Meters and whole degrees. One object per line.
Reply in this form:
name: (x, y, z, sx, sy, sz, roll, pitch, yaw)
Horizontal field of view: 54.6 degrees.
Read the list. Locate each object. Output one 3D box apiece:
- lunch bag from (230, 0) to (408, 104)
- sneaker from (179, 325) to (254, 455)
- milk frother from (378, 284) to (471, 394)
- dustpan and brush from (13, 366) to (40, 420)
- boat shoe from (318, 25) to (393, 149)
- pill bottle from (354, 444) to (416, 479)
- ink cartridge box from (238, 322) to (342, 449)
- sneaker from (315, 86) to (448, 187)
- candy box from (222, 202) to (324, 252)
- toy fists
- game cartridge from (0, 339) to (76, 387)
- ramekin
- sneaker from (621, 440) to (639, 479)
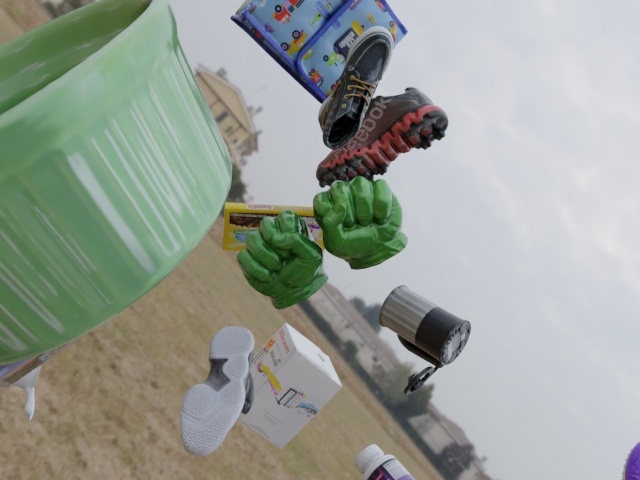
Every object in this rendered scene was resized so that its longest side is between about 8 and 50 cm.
lunch bag: (0.012, -0.414, 1.215, 0.293, 0.221, 0.138, 41, 1, -24)
sneaker: (-0.176, 0.297, 1.131, 0.268, 0.101, 0.153, -76, 170, -50)
milk frother: (0.152, 0.168, 1.038, 0.135, 0.143, 0.129, 29, -54, 37)
dustpan and brush: (-0.729, 0.343, 1.543, 0.060, 0.147, 0.211, 25, 43, -35)
boat shoe: (0.056, -0.221, 0.922, 0.065, 0.183, 0.083, 18, 36, -20)
pill bottle: (0.175, 0.613, 1.563, 0.193, 0.108, 0.108, 41, -9, 39)
ink cartridge box: (-0.095, 0.368, 1.591, 0.168, 0.232, 0.171, 42, 3, -20)
sneaker: (0.104, -0.202, 1.206, 0.098, 0.276, 0.135, 38, 26, -57)
candy box: (-0.087, -0.022, 1.220, 0.027, 0.206, 0.105, -100, -165, -49)
toy fists: (0.000, 0.000, 0.997, 0.142, 0.279, 0.096, 60, 10, -19)
game cartridge: (-0.471, 0.154, 1.081, 0.068, 0.355, 0.230, 50, -23, 7)
ramekin: (-0.216, -0.051, 0.469, 0.303, 0.303, 0.148, 44, -16, 55)
sneaker: (0.558, 0.445, 0.994, 0.102, 0.293, 0.146, 13, -39, 12)
